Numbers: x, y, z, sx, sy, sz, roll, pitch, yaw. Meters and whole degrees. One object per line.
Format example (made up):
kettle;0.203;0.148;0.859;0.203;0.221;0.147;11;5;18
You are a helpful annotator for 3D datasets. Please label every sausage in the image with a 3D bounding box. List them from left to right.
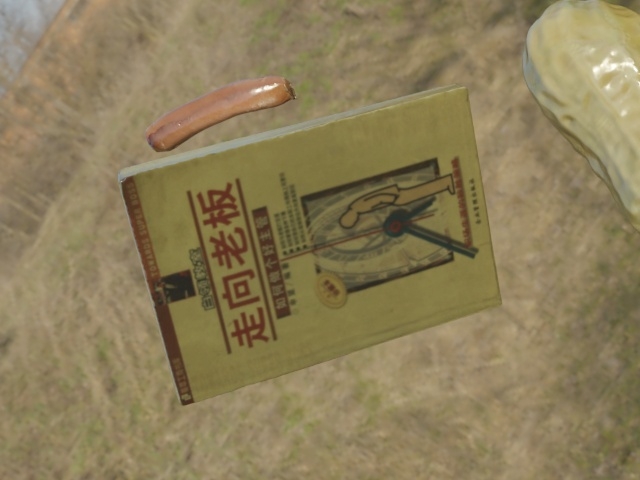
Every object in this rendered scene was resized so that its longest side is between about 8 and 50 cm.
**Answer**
sausage;-0.113;-0.140;1.212;0.177;0.047;0.040;-21;20;18

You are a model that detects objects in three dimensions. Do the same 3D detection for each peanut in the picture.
peanut;0.284;-0.087;0.937;0.130;0.290;0.130;-30;-17;-10

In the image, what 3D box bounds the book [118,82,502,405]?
book;0.000;0.000;0.716;0.231;0.161;0.026;-16;20;-12
